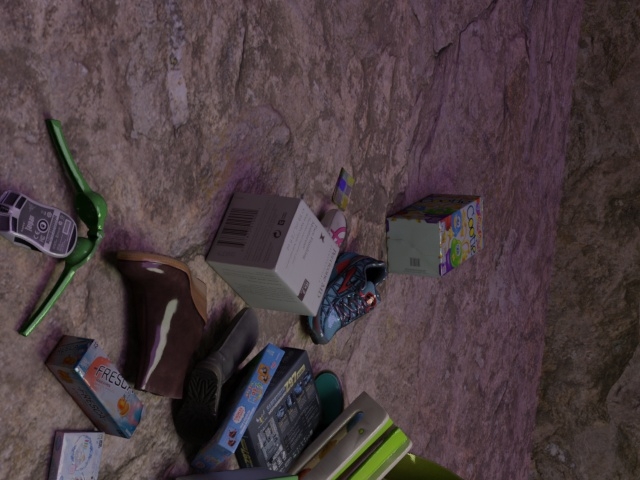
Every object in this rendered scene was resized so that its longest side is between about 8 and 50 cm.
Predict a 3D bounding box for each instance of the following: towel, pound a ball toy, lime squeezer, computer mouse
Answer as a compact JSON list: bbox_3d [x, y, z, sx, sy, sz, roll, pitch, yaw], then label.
[{"bbox_3d":[0.051,-0.110,2.208,0.060,0.009,0.083,46,56,-52],"label":"towel"},{"bbox_3d":[0.038,0.487,2.081,0.319,0.135,0.208,-44,130,-7],"label":"pound a ball toy"},{"bbox_3d":[-0.360,-0.012,1.465,0.110,0.058,0.311,12,85,-60],"label":"lime squeezer"},{"bbox_3d":[-0.415,-0.028,1.372,0.193,0.042,0.106,34,60,-45],"label":"computer mouse"}]

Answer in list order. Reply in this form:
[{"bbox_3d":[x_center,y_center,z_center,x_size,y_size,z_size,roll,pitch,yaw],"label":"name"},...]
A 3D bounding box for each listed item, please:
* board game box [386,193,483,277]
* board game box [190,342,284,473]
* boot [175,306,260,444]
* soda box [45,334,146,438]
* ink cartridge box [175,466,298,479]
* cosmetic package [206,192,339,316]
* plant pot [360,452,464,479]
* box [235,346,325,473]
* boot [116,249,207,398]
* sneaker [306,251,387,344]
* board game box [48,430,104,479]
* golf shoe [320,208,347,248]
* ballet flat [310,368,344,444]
[{"bbox_3d":[0.287,-0.018,2.500,0.275,0.144,0.142,-26,116,-57],"label":"board game box"},{"bbox_3d":[-0.147,0.299,1.800,0.039,0.160,0.212,32,56,-8],"label":"board game box"},{"bbox_3d":[-0.179,0.239,1.808,0.208,0.076,0.190,-65,176,-63],"label":"boot"},{"bbox_3d":[-0.337,0.223,1.533,0.058,0.062,0.183,-62,143,-34],"label":"soda box"},{"bbox_3d":[-0.151,0.550,1.765,0.201,0.117,0.278,6,86,-48],"label":"ink cartridge box"},{"bbox_3d":[-0.083,0.026,1.854,0.184,0.151,0.151,51,53,-51],"label":"cosmetic package"},{"bbox_3d":[0.181,0.674,2.343,0.274,0.274,0.294,5,105,-60],"label":"plant pot"},{"bbox_3d":[-0.085,0.351,1.994,0.233,0.059,0.184,-49,135,-45],"label":"box"},{"bbox_3d":[-0.262,0.137,1.621,0.248,0.090,0.207,41,58,-59],"label":"boot"},{"bbox_3d":[0.061,0.117,2.145,0.262,0.125,0.104,-58,140,-39],"label":"sneaker"},{"bbox_3d":[-0.371,0.334,1.535,0.090,0.020,0.090,18,79,-60],"label":"board game box"},{"bbox_3d":[0.000,0.000,2.080,0.186,0.067,0.086,-64,143,-31],"label":"golf shoe"},{"bbox_3d":[0.010,0.391,2.163,0.086,0.086,0.249,-5,100,-60],"label":"ballet flat"}]
